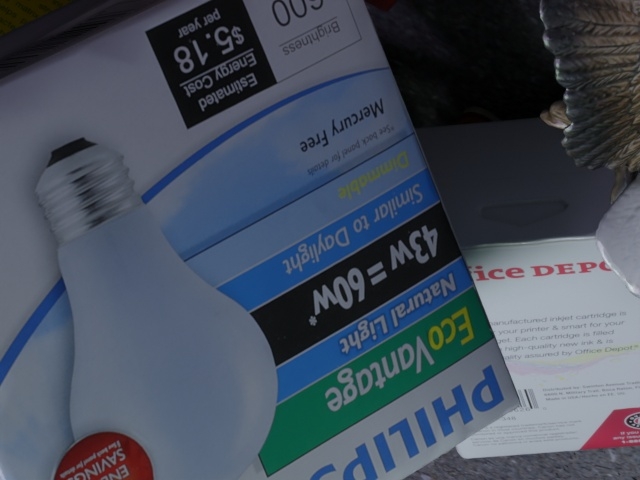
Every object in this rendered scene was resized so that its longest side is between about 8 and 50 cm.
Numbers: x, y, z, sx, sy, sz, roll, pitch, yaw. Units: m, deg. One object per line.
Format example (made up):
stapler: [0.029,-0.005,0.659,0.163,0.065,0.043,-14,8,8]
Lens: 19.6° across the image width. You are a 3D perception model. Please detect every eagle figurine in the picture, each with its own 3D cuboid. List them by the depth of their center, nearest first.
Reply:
eagle figurine: [0.229,-0.123,1.113,0.225,0.226,0.298,41,160,8]

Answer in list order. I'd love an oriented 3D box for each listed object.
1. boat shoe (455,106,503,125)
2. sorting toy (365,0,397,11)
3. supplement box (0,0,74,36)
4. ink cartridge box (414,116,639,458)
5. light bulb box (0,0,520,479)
boat shoe: [0.162,-0.054,1.517,0.137,0.043,0.049,36,150,-17]
sorting toy: [-0.004,-0.278,1.183,0.257,0.089,0.255,33,155,19]
supplement box: [-0.261,-0.128,1.445,0.195,0.356,0.194,32,153,-8]
ink cartridge box: [0.191,0.042,1.494,0.226,0.131,0.306,-5,141,14]
light bulb box: [-0.115,0.028,1.230,0.225,0.358,0.361,7,123,61]
